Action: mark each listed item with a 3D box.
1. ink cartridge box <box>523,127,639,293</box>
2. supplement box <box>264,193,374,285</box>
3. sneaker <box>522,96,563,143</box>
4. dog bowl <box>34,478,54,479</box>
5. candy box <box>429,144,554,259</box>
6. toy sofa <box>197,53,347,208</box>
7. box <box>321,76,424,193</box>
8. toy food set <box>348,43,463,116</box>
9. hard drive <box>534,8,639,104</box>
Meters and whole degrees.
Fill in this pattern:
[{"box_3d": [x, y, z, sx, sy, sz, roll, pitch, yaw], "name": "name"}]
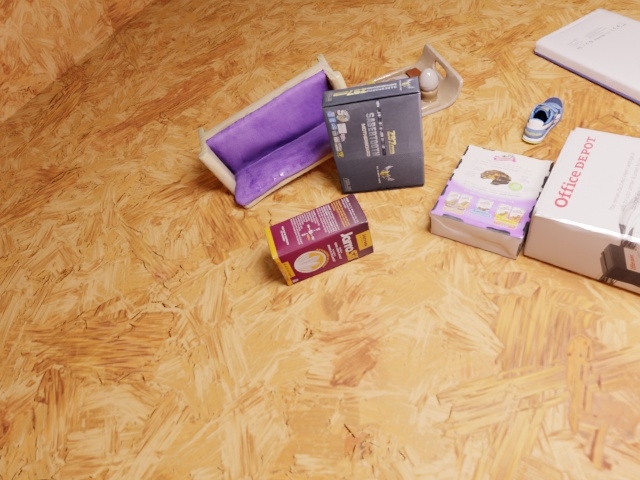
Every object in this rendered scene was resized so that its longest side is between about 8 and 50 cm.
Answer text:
[{"box_3d": [0.527, -0.038, 0.648, 0.307, 0.129, 0.223, 23, 63, 29], "name": "ink cartridge box"}, {"box_3d": [0.000, 0.000, 0.791, 0.188, 0.104, 0.081, -22, 51, 0], "name": "supplement box"}, {"box_3d": [0.493, -0.275, 0.885, 0.053, 0.059, 0.144, 23, 62, 32], "name": "sneaker"}, {"box_3d": [-0.485, 0.525, 0.506, 0.407, 0.150, 0.408, -8, 53, 10], "name": "dog bowl"}, {"box_3d": [0.327, -0.081, 0.778, 0.164, 0.070, 0.196, 21, 62, 29], "name": "candy box"}, {"box_3d": [-0.093, -0.246, 0.939, 0.362, 0.150, 0.177, -28, 51, 9], "name": "toy sofa"}, {"box_3d": [0.116, -0.203, 0.829, 0.183, 0.233, 0.059, -5, 50, 12], "name": "box"}, {"box_3d": [0.178, -0.401, 1.052, 0.306, 0.092, 0.220, -19, 51, 1], "name": "toy food set"}, {"box_3d": [0.714, -0.444, 0.960, 0.210, 0.040, 0.319, -28, 51, -5], "name": "hard drive"}]
